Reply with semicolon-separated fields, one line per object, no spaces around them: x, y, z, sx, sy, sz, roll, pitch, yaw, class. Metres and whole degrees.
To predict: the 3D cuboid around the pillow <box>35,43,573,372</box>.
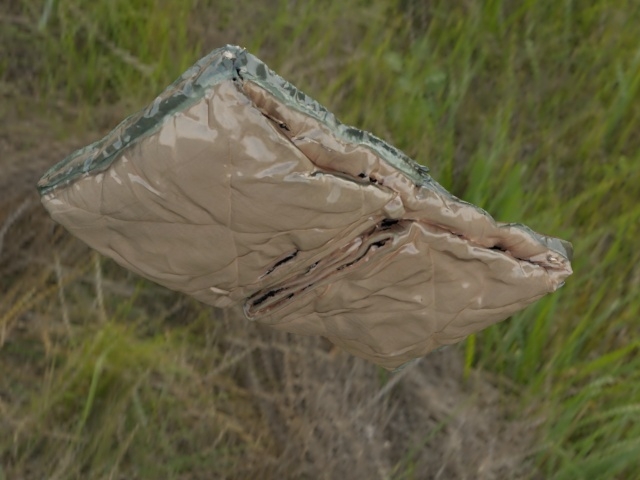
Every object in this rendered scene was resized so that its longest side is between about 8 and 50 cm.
0.000;0.000;0.706;0.232;0.126;0.043;26;49;-41;pillow
